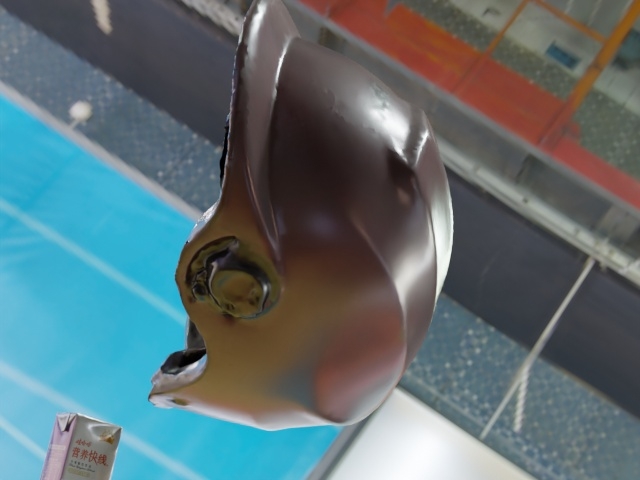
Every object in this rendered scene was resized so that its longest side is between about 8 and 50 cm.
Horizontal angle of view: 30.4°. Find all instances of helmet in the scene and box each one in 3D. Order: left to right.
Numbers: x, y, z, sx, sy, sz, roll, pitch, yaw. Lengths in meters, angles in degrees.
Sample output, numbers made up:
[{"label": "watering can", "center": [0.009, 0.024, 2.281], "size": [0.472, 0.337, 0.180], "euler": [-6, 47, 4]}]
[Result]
[{"label": "helmet", "center": [0.000, 0.000, 0.878], "size": [0.197, 0.271, 0.338], "euler": [17, -58, -2]}]

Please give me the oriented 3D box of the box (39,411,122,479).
[{"label": "box", "center": [-0.202, 0.201, 0.958], "size": [0.036, 0.117, 0.050], "euler": [-5, -21, 45]}]
